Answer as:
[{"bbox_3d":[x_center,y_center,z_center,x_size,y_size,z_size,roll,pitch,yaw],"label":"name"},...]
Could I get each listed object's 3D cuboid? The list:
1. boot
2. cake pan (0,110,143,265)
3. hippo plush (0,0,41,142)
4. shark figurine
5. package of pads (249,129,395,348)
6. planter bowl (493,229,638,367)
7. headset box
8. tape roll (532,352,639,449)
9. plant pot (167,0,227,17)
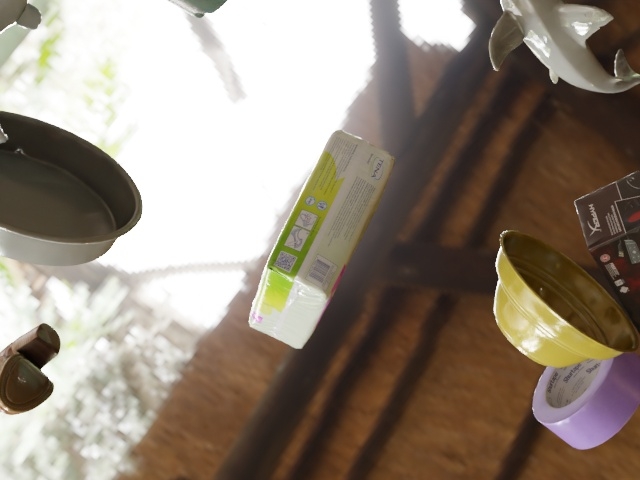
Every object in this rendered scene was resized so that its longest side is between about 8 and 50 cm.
[{"bbox_3d":[-0.417,0.202,1.998,0.152,0.073,0.197,-38,-167,20],"label":"boot"},{"bbox_3d":[-0.365,-0.064,1.885,0.293,0.293,0.054,-84,-163,-62],"label":"cake pan"},{"bbox_3d":[-0.467,-0.283,1.817,0.294,0.234,0.236,6,-128,38],"label":"hippo plush"},{"bbox_3d":[0.294,-0.223,1.682,0.116,0.278,0.166,-20,-138,48],"label":"shark figurine"},{"bbox_3d":[0.000,0.000,2.075,0.229,0.101,0.296,-64,180,-19],"label":"package of pads"},{"bbox_3d":[0.282,0.092,1.903,0.090,0.217,0.217,-51,-165,22],"label":"planter bowl"},{"bbox_3d":[0.491,-0.008,1.858,0.293,0.218,0.110,-26,-147,16],"label":"headset box"},{"bbox_3d":[0.444,0.245,2.527,0.189,0.080,0.189,-46,-162,20],"label":"tape roll"},{"bbox_3d":[-0.216,-0.467,1.891,0.341,0.334,0.341,-47,-157,27],"label":"plant pot"}]
